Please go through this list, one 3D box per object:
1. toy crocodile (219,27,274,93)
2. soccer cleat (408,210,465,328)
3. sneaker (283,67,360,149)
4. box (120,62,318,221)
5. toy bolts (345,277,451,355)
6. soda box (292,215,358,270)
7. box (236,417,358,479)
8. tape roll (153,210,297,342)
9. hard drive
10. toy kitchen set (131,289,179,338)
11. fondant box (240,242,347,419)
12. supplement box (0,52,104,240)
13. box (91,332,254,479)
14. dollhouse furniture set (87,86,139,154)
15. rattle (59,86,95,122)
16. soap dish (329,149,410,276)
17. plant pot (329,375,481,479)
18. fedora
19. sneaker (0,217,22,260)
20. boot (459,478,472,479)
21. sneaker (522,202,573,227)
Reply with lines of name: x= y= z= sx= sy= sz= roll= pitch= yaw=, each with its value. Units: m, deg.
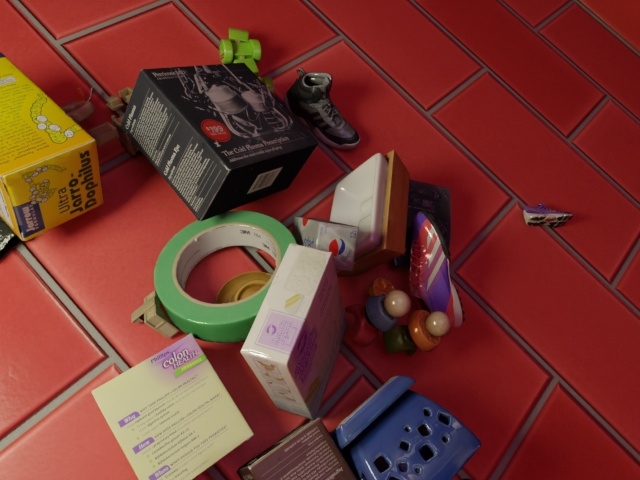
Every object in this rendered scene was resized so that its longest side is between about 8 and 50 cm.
toy crocodile: x=-0.220 y=-0.483 z=1.469 sx=0.115 sy=0.105 sz=0.341 roll=-11 pitch=72 yaw=-23
soccer cleat: x=0.273 y=0.083 z=1.292 sx=0.116 sy=0.108 sz=0.319 roll=-16 pitch=92 yaw=-10
sneaker: x=0.017 y=-0.383 z=1.454 sx=0.268 sy=0.153 sz=0.101 roll=38 pitch=59 yaw=3
box: x=-0.238 y=-0.257 z=1.229 sx=0.312 sy=0.179 sz=0.343 roll=47 pitch=38 yaw=10
toy bolts: x=0.183 y=0.156 z=1.188 sx=0.228 sy=0.158 sz=0.219 roll=14 pitch=51 yaw=-42
soda box: x=0.000 y=0.000 z=1.175 sx=0.091 sy=0.286 sz=0.098 roll=7 pitch=94 yaw=-14
box: x=-0.035 y=0.489 z=0.985 sx=0.166 sy=0.168 sz=0.203 roll=-26 pitch=74 yaw=-28
tape roll: x=-0.202 y=0.070 z=1.125 sx=0.320 sy=0.077 sz=0.322 roll=-3 pitch=48 yaw=3
hard drive: x=0.277 y=-0.036 z=1.398 sx=0.171 sy=0.054 sz=0.255 roll=10 pitch=74 yaw=-13
toy kitchen set: x=-0.369 y=0.175 z=1.122 sx=0.068 sy=0.075 sz=0.083 roll=-36 pitch=37 yaw=6
fondant box: x=-0.036 y=0.199 z=1.037 sx=0.096 sy=0.330 sz=0.239 roll=12 pitch=58 yaw=18
supplement box: x=-0.660 y=-0.208 z=1.075 sx=0.356 sy=0.194 sz=0.195 roll=40 pitch=52 yaw=17
box: x=-0.293 y=0.353 z=1.001 sx=0.213 sy=0.117 sz=0.243 roll=-30 pitch=77 yaw=-28
dollhouse furniture set: x=-0.518 y=-0.292 z=1.291 sx=0.160 sy=0.101 sz=0.181 roll=35 pitch=56 yaw=30
rattle: x=-0.603 y=-0.292 z=1.271 sx=0.130 sy=0.143 sz=0.200 roll=-31 pitch=30 yaw=5
soap dish: x=0.124 y=-0.059 z=1.295 sx=0.118 sy=0.229 sz=0.291 roll=24 pitch=57 yaw=-24
plant pot: x=0.147 y=0.432 z=1.045 sx=0.235 sy=0.236 sz=0.212 roll=-33 pitch=71 yaw=-29
fedora: x=-0.148 y=0.145 z=1.176 sx=0.194 sy=0.079 sz=0.195 roll=8 pitch=62 yaw=-15
sneaker: x=-0.677 y=-0.031 z=1.111 sx=0.089 sy=0.051 sz=0.170 roll=41 pitch=64 yaw=5
boot: x=0.261 y=0.678 z=1.024 sx=0.222 sy=0.118 sz=0.339 roll=0 pitch=60 yaw=-12
sneaker: x=0.720 y=-0.087 z=1.587 sx=0.169 sy=0.068 sz=0.071 roll=5 pitch=57 yaw=-15
